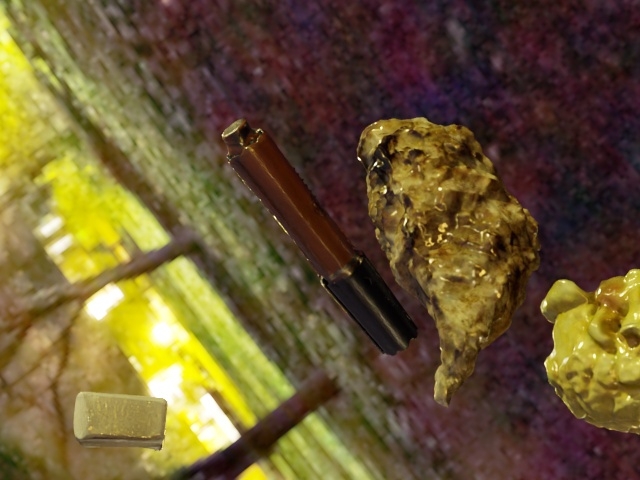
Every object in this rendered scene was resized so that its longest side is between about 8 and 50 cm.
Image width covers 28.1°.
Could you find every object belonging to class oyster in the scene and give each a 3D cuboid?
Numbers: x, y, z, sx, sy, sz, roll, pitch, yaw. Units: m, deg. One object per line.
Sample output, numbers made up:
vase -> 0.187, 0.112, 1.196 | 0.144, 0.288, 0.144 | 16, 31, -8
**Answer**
oyster -> 0.177, 0.000, 1.649 | 0.111, 0.204, 0.396 | 43, -154, -67

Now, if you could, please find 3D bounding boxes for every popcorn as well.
popcorn -> 0.387, 0.124, 1.558 | 0.181, 0.235, 0.217 | 10, -132, -60

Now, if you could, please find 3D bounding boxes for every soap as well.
soap -> -0.270, 0.249, 1.739 | 0.183, 0.121, 0.064 | 121, 153, -75

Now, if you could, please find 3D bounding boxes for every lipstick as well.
lipstick -> 0.000, 0.000, 1.816 | 0.418, 0.077, 0.077 | 52, 171, -21
